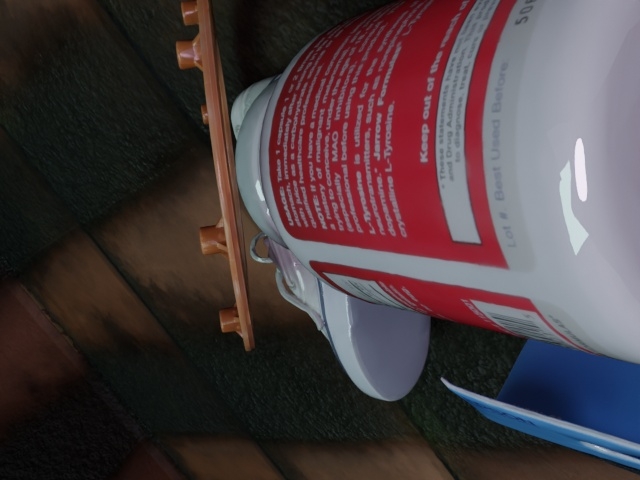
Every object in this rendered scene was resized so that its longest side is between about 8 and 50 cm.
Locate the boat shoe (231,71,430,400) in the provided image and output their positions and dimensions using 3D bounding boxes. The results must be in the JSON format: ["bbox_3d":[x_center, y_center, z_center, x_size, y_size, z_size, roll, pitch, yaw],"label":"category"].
[{"bbox_3d":[-0.006,0.003,0.830,0.156,0.136,0.367,2,123,50],"label":"boat shoe"}]

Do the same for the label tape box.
[{"bbox_3d":[0.279,0.118,0.513,0.249,0.115,0.348,8,164,44],"label":"label tape box"}]

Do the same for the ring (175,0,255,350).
[{"bbox_3d":[-0.092,-0.068,0.694,0.336,0.032,0.336,173,90,-85],"label":"ring"}]

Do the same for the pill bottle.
[{"bbox_3d":[0.099,-0.059,0.536,0.408,0.229,0.229,7,132,60],"label":"pill bottle"}]
